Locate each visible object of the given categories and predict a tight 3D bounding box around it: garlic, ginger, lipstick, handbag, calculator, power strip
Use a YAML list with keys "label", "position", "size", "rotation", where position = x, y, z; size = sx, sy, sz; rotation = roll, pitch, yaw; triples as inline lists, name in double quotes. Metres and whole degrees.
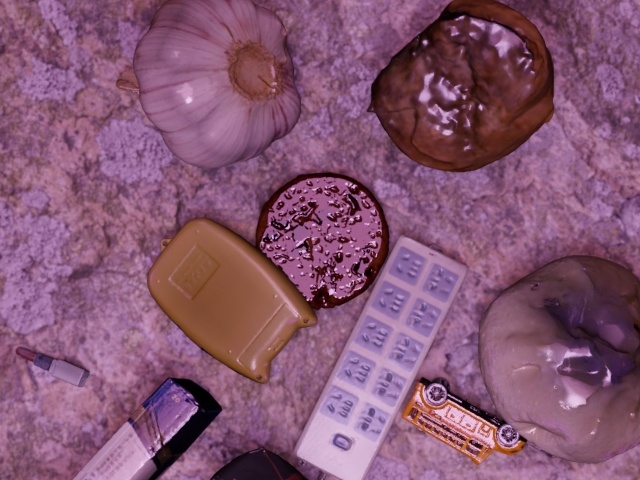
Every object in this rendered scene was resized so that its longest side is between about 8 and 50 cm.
- label: "garlic"
  position: [-0.176, -0.216, 1.731]
  size: [0.253, 0.245, 0.245]
  rotation: [0, 82, 40]
- label: "ginger"
  position: [0.204, -0.206, 1.664]
  size: [0.200, 0.223, 0.269]
  rotation: [48, 127, -2]
- label: "lipstick"
  position: [-0.371, 0.171, 1.759]
  size: [0.107, 0.025, 0.025]
  rotation: [20, 85, 11]
- label: "handbag"
  position: [-0.061, 0.380, 1.648]
  size: [0.155, 0.169, 0.215]
  rotation: [-31, 82, -17]
- label: "calculator"
  position: [-0.129, 0.076, 1.725]
  size: [0.236, 0.033, 0.157]
  rotation: [40, 100, 8]
- label: "power strip"
  position: [0.078, 0.169, 1.725]
  size: [0.106, 0.043, 0.367]
  rotation: [26, 86, 4]

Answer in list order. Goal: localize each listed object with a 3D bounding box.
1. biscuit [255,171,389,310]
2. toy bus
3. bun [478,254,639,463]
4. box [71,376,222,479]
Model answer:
- label: "biscuit"
  position: [0.000, 0.000, 1.747]
  size: [0.192, 0.049, 0.192]
  rotation: [0, 83, 2]
- label: "toy bus"
  position: [0.192, 0.245, 1.699]
  size: [0.162, 0.069, 0.074]
  rotation: [29, 94, 8]
- label: "bun"
  position: [0.340, 0.147, 1.638]
  size: [0.273, 0.168, 0.273]
  rotation: [6, 68, -16]
- label: "box"
  position: [-0.246, 0.291, 1.668]
  size: [0.071, 0.168, 0.259]
  rotation: [44, 89, 9]
